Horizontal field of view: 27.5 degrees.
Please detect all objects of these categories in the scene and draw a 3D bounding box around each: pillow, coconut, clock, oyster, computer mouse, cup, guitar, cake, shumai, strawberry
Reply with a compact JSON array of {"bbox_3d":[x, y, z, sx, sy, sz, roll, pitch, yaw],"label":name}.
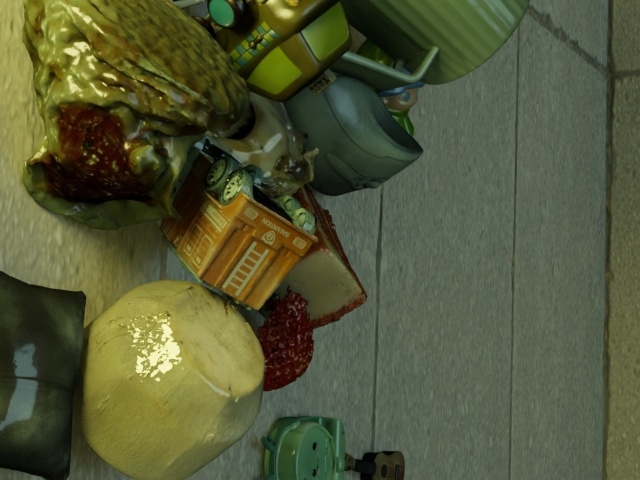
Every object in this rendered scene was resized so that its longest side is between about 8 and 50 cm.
[{"bbox_3d":[-0.360,0.160,1.574,0.186,0.106,0.249,21,68,-50],"label":"pillow"},{"bbox_3d":[-0.210,0.185,1.716,0.245,0.247,0.245,34,36,-29],"label":"coconut"},{"bbox_3d":[-0.034,0.369,2.153,0.211,0.066,0.159,13,76,-58],"label":"clock"},{"bbox_3d":[-0.132,-0.189,1.992,0.275,0.100,0.271,-9,96,-40],"label":"oyster"},{"bbox_3d":[0.045,-0.152,2.195,0.371,0.188,0.122,31,41,-58],"label":"computer mouse"},{"bbox_3d":[0.102,-0.442,2.159,0.392,0.310,0.401,40,91,-28],"label":"cup"},{"bbox_3d":[0.082,0.411,2.368,0.271,0.038,0.083,27,64,-59],"label":"guitar"},{"bbox_3d":[0.000,0.000,2.145,0.158,0.160,0.262,53,43,-40],"label":"cake"},{"bbox_3d":[-0.283,-0.165,1.677,0.330,0.288,0.292,34,24,-20],"label":"shumai"},{"bbox_3d":[-0.059,0.166,2.043,0.121,0.082,0.188,-33,153,-47],"label":"strawberry"}]

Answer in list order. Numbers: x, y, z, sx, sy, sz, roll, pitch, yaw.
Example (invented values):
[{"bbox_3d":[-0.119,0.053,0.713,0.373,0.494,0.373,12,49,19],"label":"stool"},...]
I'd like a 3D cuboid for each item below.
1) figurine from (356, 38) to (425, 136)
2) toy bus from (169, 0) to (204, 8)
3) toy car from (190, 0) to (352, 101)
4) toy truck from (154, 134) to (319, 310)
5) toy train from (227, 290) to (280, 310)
[{"bbox_3d":[0.127,-0.268,2.416,0.162,0.143,0.263,-31,132,-51],"label":"figurine"},{"bbox_3d":[-0.153,-0.435,1.940,0.292,0.133,0.125,-45,125,-51],"label":"toy bus"},{"bbox_3d":[-0.060,-0.287,1.849,0.198,0.248,0.204,51,48,-6],"label":"toy car"},{"bbox_3d":[-0.135,-0.030,1.789,0.136,0.305,0.162,32,95,-30],"label":"toy truck"},{"bbox_3d":[-0.122,0.063,2.018,0.148,0.071,0.038,50,47,-46],"label":"toy train"}]
